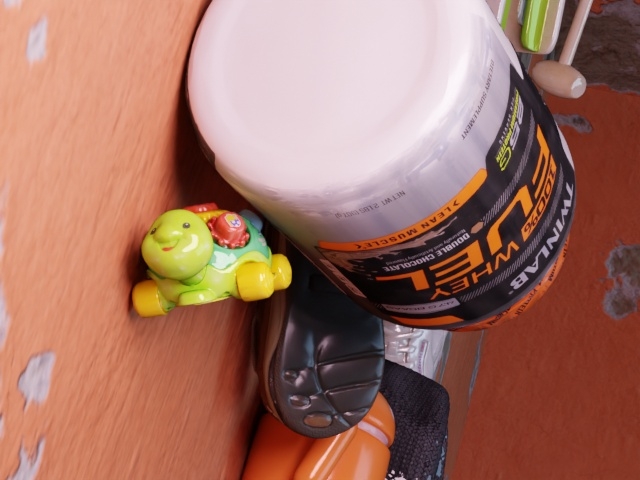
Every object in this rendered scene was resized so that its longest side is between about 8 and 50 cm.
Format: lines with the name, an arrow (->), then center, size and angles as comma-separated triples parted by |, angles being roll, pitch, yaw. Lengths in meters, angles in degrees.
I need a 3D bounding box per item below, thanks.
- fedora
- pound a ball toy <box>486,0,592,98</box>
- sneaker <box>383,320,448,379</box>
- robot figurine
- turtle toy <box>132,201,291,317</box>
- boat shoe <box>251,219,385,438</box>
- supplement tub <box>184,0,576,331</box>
fedora -> 0.051, 0.240, 1.774 | 0.334, 0.152, 0.334 | 12, 90, -79
pound a ball toy -> 0.262, -0.358, 2.197 | 0.208, 0.136, 0.319 | 5, 97, -43
sneaker -> 0.098, 0.132, 1.972 | 0.152, 0.114, 0.305 | -69, 167, -67
robot figurine -> -0.004, 0.210, 1.524 | 0.158, 0.128, 0.219 | 47, 52, -50
turtle toy -> -0.076, 0.010, 1.083 | 0.130, 0.095, 0.066 | -19, 100, -77
boat shoe -> 0.000, 0.000, 1.423 | 0.120, 0.122, 0.324 | -179, -77, -69
supplement tub -> 0.060, -0.062, 1.196 | 0.338, 0.207, 0.207 | 43, 58, -60
